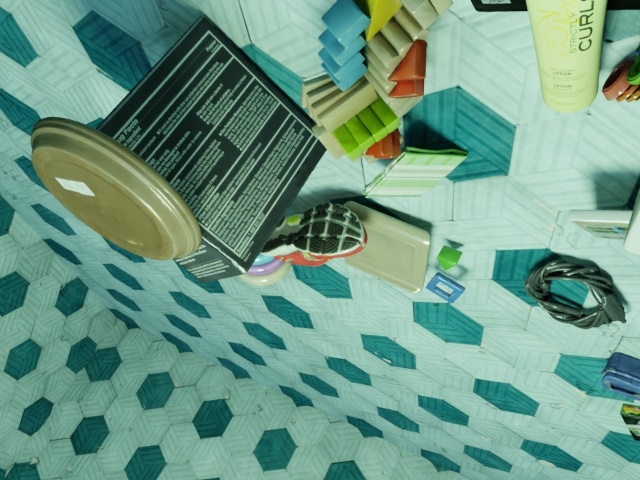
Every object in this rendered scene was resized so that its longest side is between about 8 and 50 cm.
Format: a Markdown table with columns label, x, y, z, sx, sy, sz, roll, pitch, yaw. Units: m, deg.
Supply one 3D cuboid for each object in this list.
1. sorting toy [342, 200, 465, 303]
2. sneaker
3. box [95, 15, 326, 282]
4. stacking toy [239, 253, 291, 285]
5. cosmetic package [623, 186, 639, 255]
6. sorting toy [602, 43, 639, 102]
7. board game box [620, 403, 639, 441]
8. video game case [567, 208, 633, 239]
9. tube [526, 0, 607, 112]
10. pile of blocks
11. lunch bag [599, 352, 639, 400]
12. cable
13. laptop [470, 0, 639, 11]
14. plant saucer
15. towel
| label | x | y | z | sx | sy | sz | roll | pitch | yaw |
| --- | --- | --- | --- | --- | --- | --- | --- | --- | --- |
| sorting toy | 0.130 | 0.008 | 1.177 | 0.348 | 0.047 | 0.196 | 23 | 149 | 18 |
| sneaker | 0.000 | 0.000 | 1.176 | 0.118 | 0.107 | 0.279 | 31 | 158 | -36 |
| box | -0.192 | -0.139 | 0.971 | 0.294 | 0.296 | 0.183 | 43 | 151 | -21 |
| stacking toy | -0.155 | -0.046 | 1.287 | 0.141 | 0.141 | 0.330 | 18 | 146 | 23 |
| cosmetic package | 0.556 | -0.045 | 0.535 | 0.453 | 0.161 | 0.230 | 19 | 150 | 22 |
| sorting toy | 0.347 | -0.177 | 0.630 | 0.042 | 0.061 | 0.102 | 31 | 176 | -3 |
| board game box | 0.781 | 0.409 | 1.240 | 0.260 | 0.030 | 0.136 | 1 | 139 | 44 |
| video game case | 0.432 | -0.018 | 0.791 | 0.157 | 0.019 | 0.143 | 5 | 173 | 40 |
| tube | 0.245 | -0.220 | 0.594 | 0.070 | 0.062 | 0.240 | -27 | 148 | 9 |
| pile of blocks | 0.066 | -0.194 | 0.742 | 0.112 | 0.149 | 0.362 | 57 | 163 | 25 |
| lunch bag | 0.589 | 0.265 | 1.141 | 0.098 | 0.065 | 0.067 | 17 | 150 | 23 |
| cable | 0.432 | 0.090 | 1.030 | 0.184 | 0.047 | 0.151 | 41 | 156 | -27 |
| laptop | 0.232 | -0.334 | 0.528 | 0.234 | 0.136 | 0.264 | 12 | 122 | 31 |
| plant saucer | -0.296 | -0.058 | 0.843 | 0.278 | 0.041 | 0.278 | 24 | 152 | 14 |
| towel | 0.146 | -0.107 | 0.940 | 0.113 | 0.023 | 0.152 | -2 | 160 | -22 |
